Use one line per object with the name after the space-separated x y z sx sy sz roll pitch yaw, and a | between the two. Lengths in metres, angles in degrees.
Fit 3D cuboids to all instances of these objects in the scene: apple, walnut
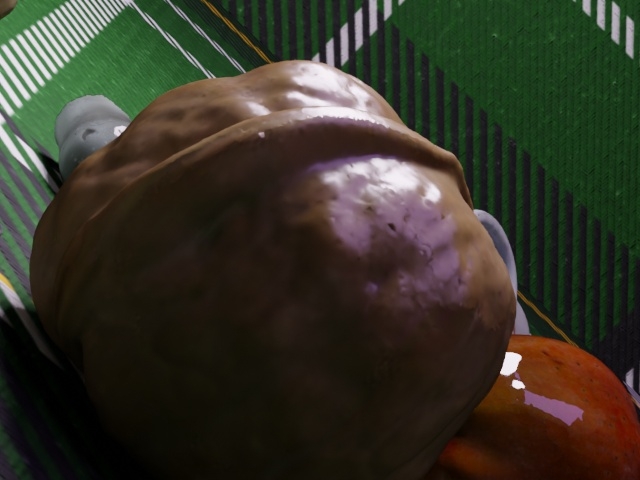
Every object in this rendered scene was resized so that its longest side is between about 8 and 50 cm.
0.132 0.170 1.146 0.234 0.234 0.234 43 10 -9 | apple
-0.024 0.032 0.961 0.285 0.285 0.296 31 22 -52 | walnut

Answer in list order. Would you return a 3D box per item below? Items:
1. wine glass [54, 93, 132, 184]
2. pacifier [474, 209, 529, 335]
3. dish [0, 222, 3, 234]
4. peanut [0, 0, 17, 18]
-0.165 -0.045 1.231 0.079 0.079 0.195 37 13 -35 | wine glass
0.107 0.079 1.640 0.207 0.227 0.279 4 -11 28 | pacifier
-0.272 -0.096 0.989 0.228 0.086 0.236 41 11 -17 | dish
-0.321 -0.256 1.320 0.143 0.159 0.291 6 10 -14 | peanut
